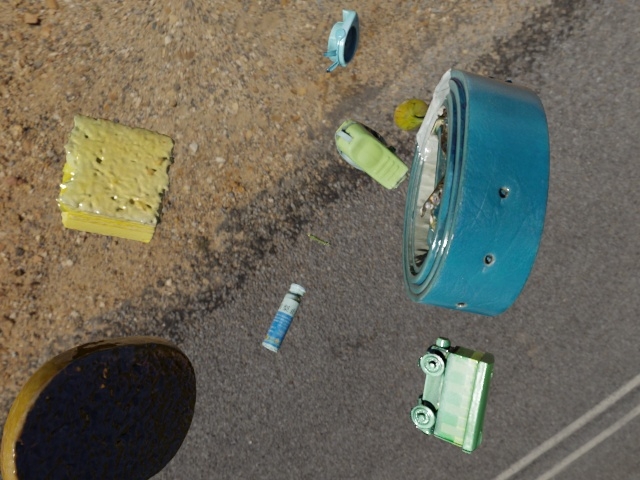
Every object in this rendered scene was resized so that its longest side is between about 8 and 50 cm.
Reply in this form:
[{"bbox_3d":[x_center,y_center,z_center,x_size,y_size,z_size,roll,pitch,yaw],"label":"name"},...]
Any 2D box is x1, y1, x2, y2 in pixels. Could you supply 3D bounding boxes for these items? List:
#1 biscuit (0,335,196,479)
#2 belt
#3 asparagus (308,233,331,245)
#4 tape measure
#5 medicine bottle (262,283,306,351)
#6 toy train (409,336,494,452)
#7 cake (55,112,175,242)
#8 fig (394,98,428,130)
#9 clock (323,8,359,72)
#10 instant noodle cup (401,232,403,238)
[{"bbox_3d":[-0.410,0.363,0.901,0.394,0.070,0.350,21,73,-58],"label":"biscuit"},{"bbox_3d":[0.257,-0.089,0.827,0.173,0.300,0.436,15,72,-4],"label":"belt"},{"bbox_3d":[0.000,0.000,1.816,0.114,0.015,0.014,26,150,-31],"label":"asparagus"},{"bbox_3d":[0.116,-0.230,1.178,0.200,0.175,0.106,32,109,-19],"label":"tape measure"},{"bbox_3d":[-0.100,0.213,1.277,0.051,0.051,0.191,37,69,-30],"label":"medicine bottle"},{"bbox_3d":[0.371,0.427,1.301,0.120,0.203,0.300,-9,108,-60],"label":"toy train"},{"bbox_3d":[-0.487,-0.126,1.104,0.228,0.286,0.222,13,73,-20],"label":"cake"},{"bbox_3d":[0.226,-0.310,1.147,0.084,0.098,0.082,12,116,5],"label":"fig"},{"bbox_3d":[0.052,-0.482,1.130,0.045,0.147,0.108,19,155,17],"label":"clock"},{"bbox_3d":[0.465,0.028,1.817,0.297,0.296,0.213,-27,106,0],"label":"instant noodle cup"}]
